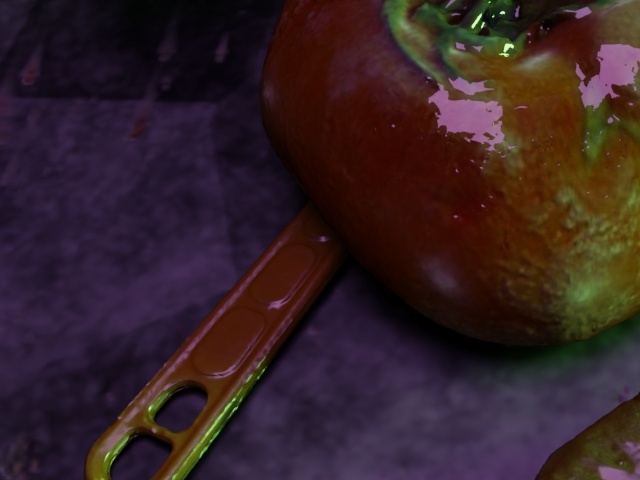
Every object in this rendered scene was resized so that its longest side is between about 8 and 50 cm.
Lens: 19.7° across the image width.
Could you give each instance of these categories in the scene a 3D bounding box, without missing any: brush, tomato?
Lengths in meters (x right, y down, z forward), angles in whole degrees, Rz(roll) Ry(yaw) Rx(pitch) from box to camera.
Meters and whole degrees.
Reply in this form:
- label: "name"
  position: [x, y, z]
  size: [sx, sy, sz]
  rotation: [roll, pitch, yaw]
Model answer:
- label: "brush"
  position: [0.000, 0.000, 0.809]
  size: [0.090, 0.017, 0.314]
  rotation: [21, 57, 31]
- label: "tomato"
  position: [0.085, -0.075, 0.781]
  size: [0.237, 0.095, 0.236]
  rotation: [-2, 54, 3]

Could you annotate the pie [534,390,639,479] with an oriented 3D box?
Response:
- label: "pie"
  position: [0.160, 0.114, 0.649]
  size: [0.195, 0.046, 0.195]
  rotation: [-7, 47, 8]
